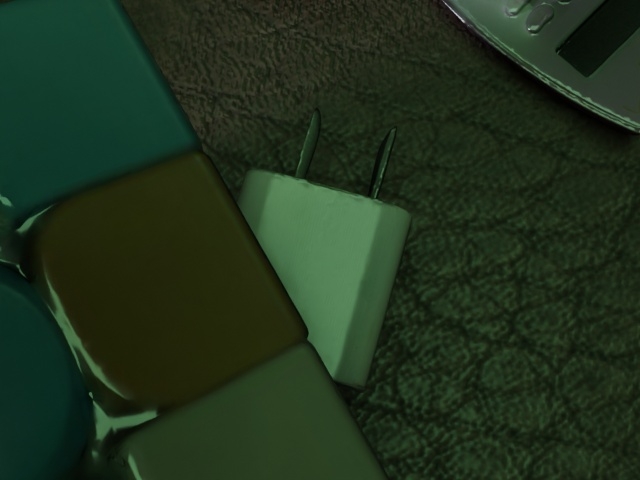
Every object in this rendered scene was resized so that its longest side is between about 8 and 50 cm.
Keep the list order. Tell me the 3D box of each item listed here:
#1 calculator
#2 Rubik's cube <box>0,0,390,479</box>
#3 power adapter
[{"bbox_3d":[0.205,-0.229,0.767,0.194,0.043,0.294,-45,78,-4],"label":"calculator"},{"bbox_3d":[-0.219,0.120,0.517,0.344,0.347,0.347,-24,80,-28],"label":"Rubik's cube"},{"bbox_3d":[0.000,0.000,0.690,0.130,0.125,0.205,17,80,6],"label":"power adapter"}]
